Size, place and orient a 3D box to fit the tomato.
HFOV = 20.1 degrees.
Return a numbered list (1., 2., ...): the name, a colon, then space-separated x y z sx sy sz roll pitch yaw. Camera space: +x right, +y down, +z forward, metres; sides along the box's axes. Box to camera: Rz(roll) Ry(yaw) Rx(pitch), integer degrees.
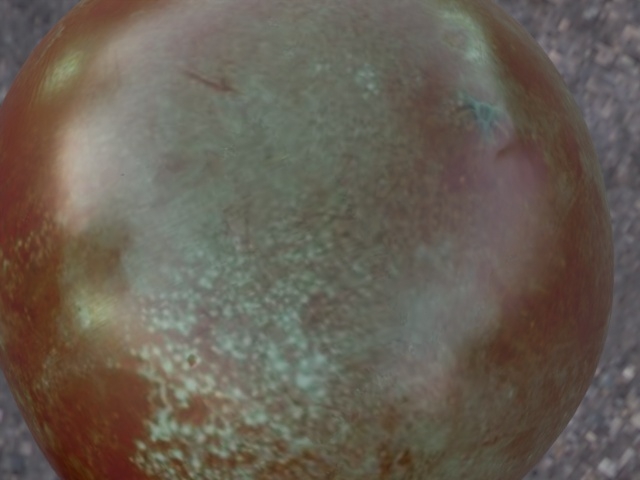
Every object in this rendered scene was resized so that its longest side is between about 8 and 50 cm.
1. tomato: 0.000 0.000 0.732 0.270 0.222 0.270 23 50 -30
